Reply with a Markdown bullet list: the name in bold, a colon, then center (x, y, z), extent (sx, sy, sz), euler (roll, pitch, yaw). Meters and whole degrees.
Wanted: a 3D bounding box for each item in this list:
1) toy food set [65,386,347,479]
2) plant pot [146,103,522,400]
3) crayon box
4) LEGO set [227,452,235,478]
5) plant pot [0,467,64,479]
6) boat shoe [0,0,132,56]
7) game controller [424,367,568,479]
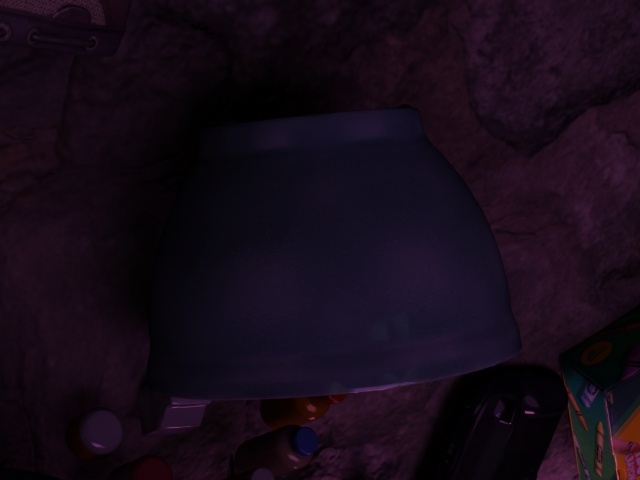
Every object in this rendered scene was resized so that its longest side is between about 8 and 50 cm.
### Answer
- **toy food set**: center (-0.089, 0.171, 1.075), extent (0.232, 0.104, 0.111), euler (3, 70, -35)
- **plant pot**: center (0.000, 0.000, 0.979), extent (0.293, 0.293, 0.196), euler (-8, 94, -30)
- **crayon box**: center (0.380, 0.211, 1.461), extent (0.165, 0.081, 0.279), euler (-30, 129, -16)
- **LEGO set**: center (-0.041, 0.369, 1.238), extent (0.255, 0.192, 0.332), euler (0, 103, -54)
- **plant pot**: center (-0.235, 0.311, 1.010), extent (0.290, 0.290, 0.195), euler (-61, 166, 10)
- **boat shoe**: center (-0.248, -0.152, 0.817), extent (0.285, 0.103, 0.092), euler (-10, 117, -36)
- **game controller**: center (0.171, 0.284, 1.388), extent (0.166, 0.067, 0.319), euler (-3, 119, -49)
